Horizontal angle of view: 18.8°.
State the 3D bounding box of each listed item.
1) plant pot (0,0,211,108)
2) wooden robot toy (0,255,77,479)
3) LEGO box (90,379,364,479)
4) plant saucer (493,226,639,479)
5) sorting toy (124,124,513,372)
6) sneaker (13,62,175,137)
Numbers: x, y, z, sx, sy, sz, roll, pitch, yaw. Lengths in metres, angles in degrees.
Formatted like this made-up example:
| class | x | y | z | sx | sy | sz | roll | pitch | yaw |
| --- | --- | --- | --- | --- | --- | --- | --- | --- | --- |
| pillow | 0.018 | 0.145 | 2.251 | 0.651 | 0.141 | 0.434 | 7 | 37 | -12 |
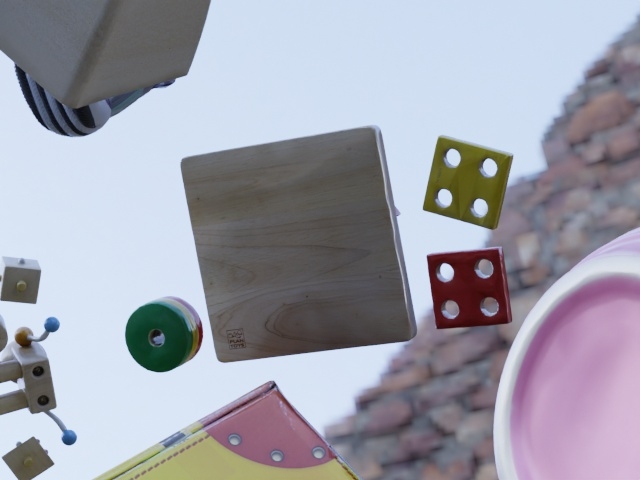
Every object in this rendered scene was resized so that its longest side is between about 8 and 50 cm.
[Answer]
| class | x | y | z | sx | sy | sz | roll | pitch | yaw |
| --- | --- | --- | --- | --- | --- | --- | --- | --- | --- |
| plant pot | -0.111 | -0.143 | 0.956 | 0.109 | 0.109 | 0.096 | -26 | -27 | -57 |
| wooden robot toy | -0.232 | 0.091 | 1.447 | 0.076 | 0.079 | 0.173 | -10 | -71 | -12 |
| LEGO box | -0.108 | 0.350 | 0.995 | 0.500 | 0.372 | 0.193 | -27 | -30 | -35 |
| plant saucer | 0.251 | 0.139 | 1.553 | 0.084 | 0.332 | 0.332 | 17 | -46 | -34 |
| sorting toy | 0.000 | 0.000 | 1.192 | 0.274 | 0.132 | 0.046 | -9 | 6 | 24 |
| sneaker | -0.165 | -0.182 | 1.216 | 0.083 | 0.098 | 0.223 | 2 | -64 | 47 |
